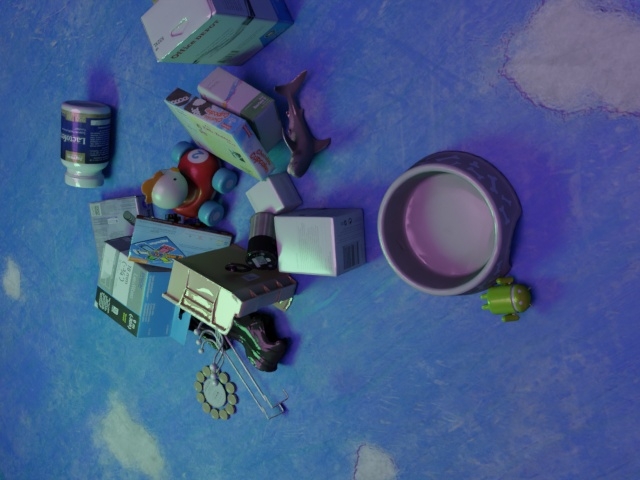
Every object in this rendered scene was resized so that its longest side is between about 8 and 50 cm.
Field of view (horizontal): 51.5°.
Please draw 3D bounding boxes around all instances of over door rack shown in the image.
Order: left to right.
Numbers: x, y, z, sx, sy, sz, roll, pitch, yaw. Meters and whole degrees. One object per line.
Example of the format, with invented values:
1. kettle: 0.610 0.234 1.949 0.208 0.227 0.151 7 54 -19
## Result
1. over door rack: -0.242 0.389 1.905 0.324 0.108 0.239 43 159 11

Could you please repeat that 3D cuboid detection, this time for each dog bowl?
1. dog bowl: 0.287 -0.030 1.545 0.348 0.102 0.349 8 105 32

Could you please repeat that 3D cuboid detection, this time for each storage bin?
1. storage bin: -0.245 0.130 1.847 0.260 0.262 0.123 27 112 27

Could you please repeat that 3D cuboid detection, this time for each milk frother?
1. milk frother: -0.181 0.014 1.772 0.143 0.135 0.129 0 141 2

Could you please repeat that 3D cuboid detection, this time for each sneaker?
1. sneaker: -0.207 0.251 1.959 0.286 0.109 0.130 40 111 13

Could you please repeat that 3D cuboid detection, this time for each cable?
1. cable: -0.410 0.273 2.106 0.287 0.072 0.140 43 122 21

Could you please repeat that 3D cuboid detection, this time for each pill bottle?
1. pill bottle: -0.770 -0.316 2.177 0.153 0.153 0.265 18 111 30

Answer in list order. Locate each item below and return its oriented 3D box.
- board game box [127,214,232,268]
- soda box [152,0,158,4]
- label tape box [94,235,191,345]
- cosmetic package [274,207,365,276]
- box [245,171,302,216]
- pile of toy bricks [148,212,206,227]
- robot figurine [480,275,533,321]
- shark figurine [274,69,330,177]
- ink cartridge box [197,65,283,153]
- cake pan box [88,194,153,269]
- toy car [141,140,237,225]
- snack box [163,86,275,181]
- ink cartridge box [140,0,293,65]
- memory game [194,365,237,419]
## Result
1. board game box: -0.415 0.019 1.967 0.027 0.281 0.145 -111 36 -62
2. soda box: -0.481 -0.764 1.934 0.058 0.061 0.181 -34 80 34
3. label tape box: -0.552 0.165 2.074 0.333 0.105 0.241 28 115 29
4. cosmetic package: 0.000 0.000 1.717 0.183 0.151 0.152 3 102 33
5. box: -0.127 -0.117 1.817 0.102 0.087 0.101 -33 81 35
6. pile of toy bricks: -0.449 -0.020 2.053 0.212 0.105 0.118 -3 78 4
7. robot figurine: 0.424 0.133 1.506 0.115 0.067 0.101 -10 83 35
8. shark figurine: -0.036 -0.283 1.733 0.116 0.166 0.279 -8 77 10
9. ink cartridge box: -0.211 -0.346 1.777 0.212 0.093 0.154 33 161 24
10. cake pan box: -0.659 -0.020 2.219 0.266 0.070 0.246 -5 96 35
11. toy car: -0.406 -0.166 1.894 0.219 0.238 0.210 33 108 25
12. snack box: -0.273 -0.289 1.788 0.321 0.187 0.060 31 73 39
13. ink cartridge box: -0.256 -0.553 1.674 0.223 0.307 0.129 -26 86 35
14. memory game: -0.339 0.492 2.144 0.186 0.012 0.186 9 106 33
